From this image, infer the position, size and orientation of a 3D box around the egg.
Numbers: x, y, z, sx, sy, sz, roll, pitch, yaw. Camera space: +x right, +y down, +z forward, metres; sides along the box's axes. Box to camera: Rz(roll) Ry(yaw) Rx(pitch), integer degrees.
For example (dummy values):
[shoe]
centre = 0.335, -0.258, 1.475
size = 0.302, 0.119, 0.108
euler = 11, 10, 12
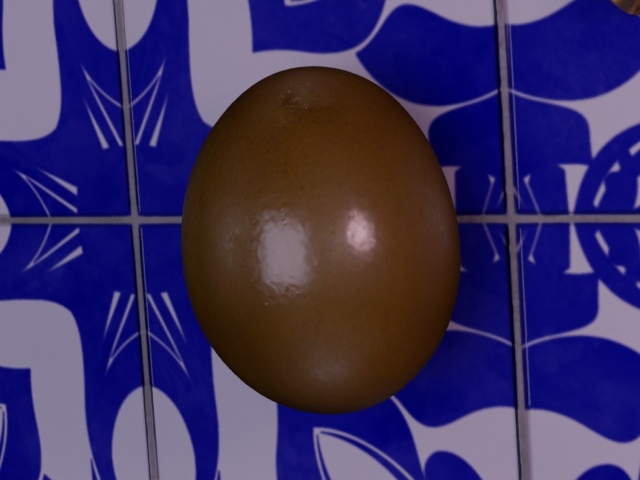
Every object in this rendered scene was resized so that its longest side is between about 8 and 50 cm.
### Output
[egg]
centre = 0.000, 0.000, 1.736
size = 0.282, 0.282, 0.351
euler = -1, 92, 34

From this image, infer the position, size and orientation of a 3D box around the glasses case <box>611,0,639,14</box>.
[glasses case]
centre = 0.327, -0.296, 1.623
size = 0.065, 0.041, 0.170
euler = 50, 120, 18
